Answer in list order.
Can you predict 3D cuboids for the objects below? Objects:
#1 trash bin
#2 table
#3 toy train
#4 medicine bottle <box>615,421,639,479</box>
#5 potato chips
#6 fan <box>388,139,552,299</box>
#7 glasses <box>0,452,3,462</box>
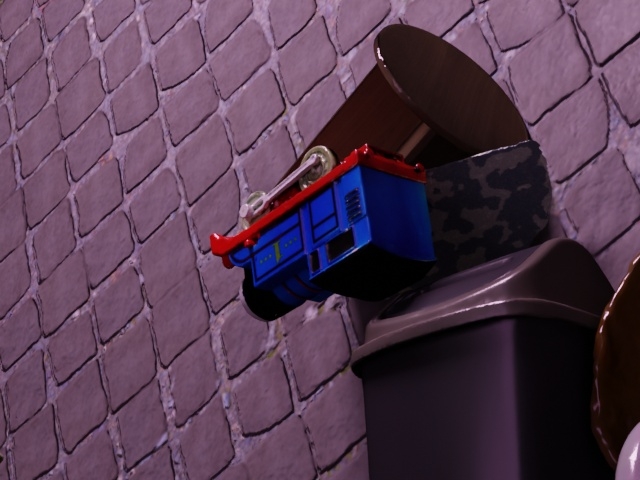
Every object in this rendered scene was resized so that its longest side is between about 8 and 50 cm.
[{"bbox_3d":[0.139,0.156,1.494,0.209,0.182,0.290,-21,60,40],"label":"trash bin"},{"bbox_3d":[0.053,-0.059,1.739,0.227,0.167,0.167,-49,40,28],"label":"table"},{"bbox_3d":[0.000,0.000,1.630,0.204,0.082,0.131,-33,55,41],"label":"toy train"},{"bbox_3d":[0.366,0.153,1.207,0.316,0.202,0.202,-27,51,38],"label":"medicine bottle"},{"bbox_3d":[0.279,0.092,1.435,0.150,0.049,0.202,8,75,5],"label":"potato chips"},{"bbox_3d":[0.110,-0.009,1.663,0.240,0.131,0.009,-34,20,30],"label":"fan"},{"bbox_3d":[-0.444,0.282,2.153,0.239,0.102,0.207,17,83,52],"label":"glasses"}]
